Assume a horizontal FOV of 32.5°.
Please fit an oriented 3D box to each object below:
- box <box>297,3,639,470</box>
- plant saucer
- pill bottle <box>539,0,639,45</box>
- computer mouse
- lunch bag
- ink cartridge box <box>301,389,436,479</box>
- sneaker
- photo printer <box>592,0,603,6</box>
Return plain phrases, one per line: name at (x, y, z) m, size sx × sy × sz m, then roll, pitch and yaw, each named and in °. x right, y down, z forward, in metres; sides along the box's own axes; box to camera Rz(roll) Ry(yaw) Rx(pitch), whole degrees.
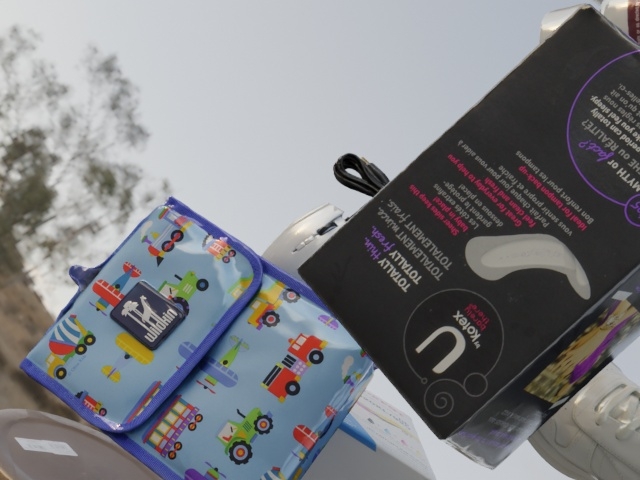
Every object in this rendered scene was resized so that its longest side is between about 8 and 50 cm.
box at (0.150, 0.003, 0.763) m, size 0.165 × 0.270 × 0.143 m, roll 49°, pitch 3°, yaw 28°
plant saucer at (-0.245, 0.250, 1.117) m, size 0.278 × 0.041 × 0.278 m, roll 28°, pitch 6°, yaw -3°
pill bottle at (0.297, -0.157, 0.885) m, size 0.221 × 0.121 × 0.121 m, roll -6°, pitch -59°, yaw 27°
computer mouse at (0.000, 0.000, 1.127) m, size 0.106 × 0.193 × 0.042 m, roll 48°, pitch 5°, yaw 21°
lunch bag at (-0.119, 0.109, 1.048) m, size 0.293 × 0.221 × 0.138 m, roll 35°, pitch -14°, yaw 11°
ink cartridge box at (0.006, 0.259, 1.243) m, size 0.171 × 0.168 × 0.232 m, roll 33°, pitch 5°, yaw -6°
sneaker at (0.281, 0.170, 0.886) m, size 0.305 × 0.114 × 0.152 m, roll 48°, pitch -36°, yaw 12°
photo printer at (0.350, -0.372, 1.090) m, size 0.256 × 0.107 × 0.307 m, roll 46°, pitch -49°, yaw 16°
